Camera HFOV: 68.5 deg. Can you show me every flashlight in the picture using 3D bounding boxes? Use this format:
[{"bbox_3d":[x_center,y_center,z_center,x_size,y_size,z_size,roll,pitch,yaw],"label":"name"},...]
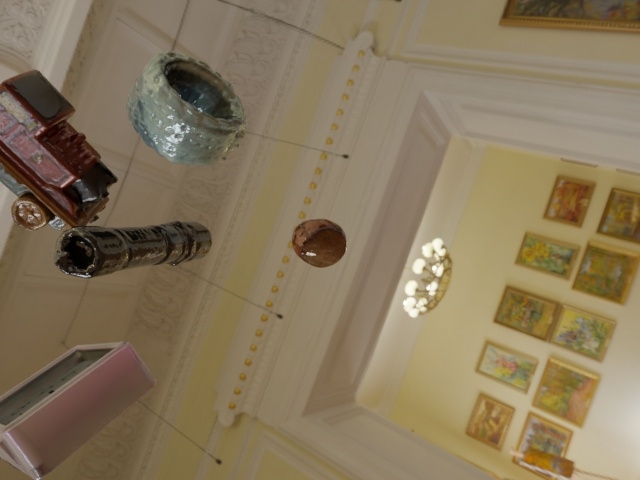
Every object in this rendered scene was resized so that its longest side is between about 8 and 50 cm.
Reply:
[{"bbox_3d":[-0.335,0.013,0.913,0.424,0.103,0.103,-18,-55,-79],"label":"flashlight"}]

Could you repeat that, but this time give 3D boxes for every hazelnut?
[{"bbox_3d":[0.000,0.000,0.724,0.086,0.086,0.086,-36,-44,-44],"label":"hazelnut"}]

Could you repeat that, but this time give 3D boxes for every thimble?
[{"bbox_3d":[-0.283,-0.282,1.030,0.250,0.172,0.205,36,-139,-23],"label":"thimble"}]

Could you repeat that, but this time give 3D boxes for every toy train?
[{"bbox_3d":[-0.588,-0.186,0.969,0.369,0.232,0.163,51,-157,-24],"label":"toy train"}]

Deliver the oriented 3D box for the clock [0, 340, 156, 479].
[{"bbox_3d":[-0.307,0.190,0.557,0.150,0.197,0.063,-39,-73,-42],"label":"clock"}]
